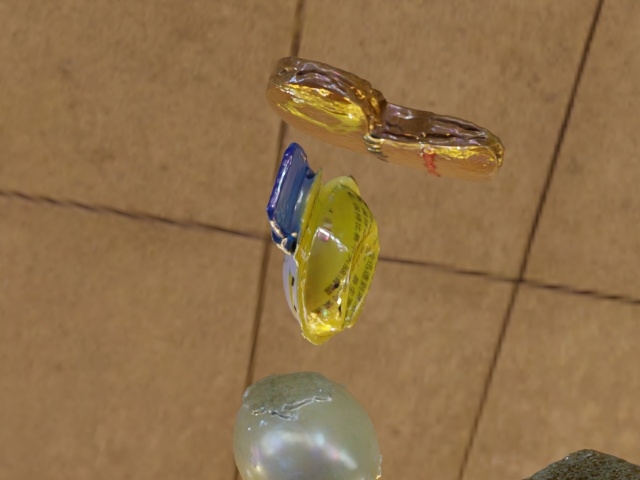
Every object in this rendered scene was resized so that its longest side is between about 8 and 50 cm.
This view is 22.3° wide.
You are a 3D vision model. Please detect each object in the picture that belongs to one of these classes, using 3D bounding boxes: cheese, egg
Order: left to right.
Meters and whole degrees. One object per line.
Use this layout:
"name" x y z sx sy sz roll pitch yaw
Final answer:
"egg" -0.016 0.229 1.807 0.164 0.201 0.164 -12 121 -21
"cheese" 0.000 0.000 1.412 0.064 0.156 0.250 9 156 20

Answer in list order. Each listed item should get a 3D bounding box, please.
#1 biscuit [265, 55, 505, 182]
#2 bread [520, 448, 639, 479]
"biscuit" 0.073 -0.123 1.786 0.277 0.052 0.262 17 175 1
"bread" 0.351 0.356 2.021 0.184 0.234 0.110 -24 110 -24
